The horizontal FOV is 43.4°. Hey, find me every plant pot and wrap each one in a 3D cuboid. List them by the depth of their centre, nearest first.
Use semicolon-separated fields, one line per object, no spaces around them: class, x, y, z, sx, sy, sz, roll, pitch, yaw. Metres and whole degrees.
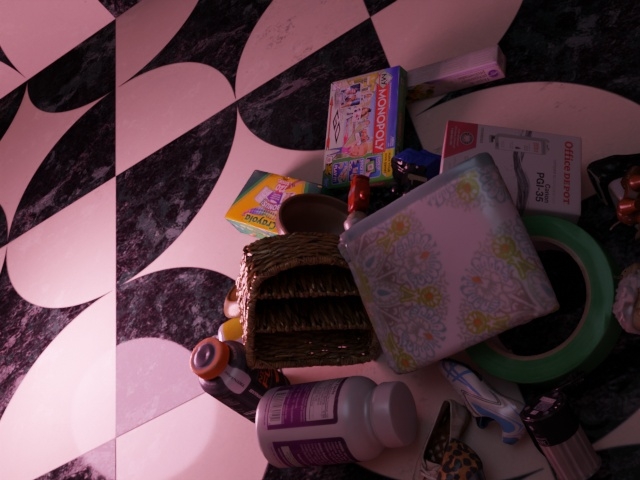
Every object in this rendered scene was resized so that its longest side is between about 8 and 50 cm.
plant pot;0.000;0.000;1.922;0.237;0.237;0.109;-112;32;-45
plant pot;-0.143;0.103;1.962;0.236;0.032;0.236;-31;17;10

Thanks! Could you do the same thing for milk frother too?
milk frother;0.432;0.316;1.386;0.143;0.134;0.129;-31;9;-2

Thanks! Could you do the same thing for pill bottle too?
pill bottle;0.033;0.362;1.614;0.302;0.169;0.169;-13;52;29
pill bottle;-0.179;0.302;1.759;0.130;0.246;0.130;-20;49;24
pill bottle;-0.178;0.226;1.921;0.184;0.103;0.103;-30;45;14

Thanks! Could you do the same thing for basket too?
basket;-0.016;0.125;1.713;0.299;0.213;0.223;1;45;-16

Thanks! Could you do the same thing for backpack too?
backpack;0.234;-0.167;1.922;0.101;0.098;0.120;-31;36;-30

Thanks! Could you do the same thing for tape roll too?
tape roll;0.409;0.116;1.527;0.321;0.077;0.321;-14;66;34

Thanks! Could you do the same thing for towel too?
towel;0.230;0.055;1.541;0.374;0.090;0.320;-31;75;33

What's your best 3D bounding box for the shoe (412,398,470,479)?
shoe;0.218;0.403;1.523;0.077;0.058;0.219;7;63;40

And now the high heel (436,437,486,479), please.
high heel;0.180;0.477;1.446;0.261;0.093;0.186;-20;63;4

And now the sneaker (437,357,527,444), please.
sneaker;0.298;0.299;1.530;0.086;0.085;0.237;-55;41;0

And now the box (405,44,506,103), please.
box;0.315;-0.420;2.073;0.324;0.063;0.067;-11;54;30

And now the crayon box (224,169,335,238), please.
crayon box;-0.106;-0.080;2.115;0.278;0.081;0.165;16;69;43

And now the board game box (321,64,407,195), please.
board game box;0.114;-0.283;2.081;0.214;0.046;0.317;-8;68;34

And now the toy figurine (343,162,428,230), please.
toy figurine;0.174;-0.055;1.794;0.213;0.209;0.148;-10;60;26

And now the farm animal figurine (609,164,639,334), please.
farm animal figurine;0.649;-0.005;1.407;0.330;0.172;0.326;-1;86;-10

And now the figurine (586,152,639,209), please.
figurine;0.649;-0.133;1.548;0.209;0.092;0.215;-27;17;10

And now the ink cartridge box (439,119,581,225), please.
ink cartridge box;0.389;-0.123;1.665;0.283;0.117;0.207;8;59;6
